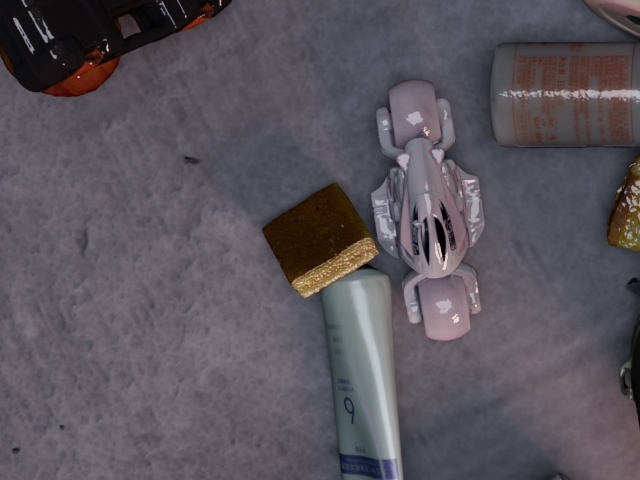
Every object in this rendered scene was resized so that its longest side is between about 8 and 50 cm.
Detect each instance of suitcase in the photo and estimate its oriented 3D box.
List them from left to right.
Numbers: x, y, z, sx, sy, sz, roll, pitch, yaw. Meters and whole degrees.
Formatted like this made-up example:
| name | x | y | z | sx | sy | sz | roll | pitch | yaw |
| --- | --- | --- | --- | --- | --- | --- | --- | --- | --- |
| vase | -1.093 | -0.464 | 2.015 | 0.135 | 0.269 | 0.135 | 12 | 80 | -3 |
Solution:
| name | x | y | z | sx | sy | sz | roll | pitch | yaw |
| --- | --- | --- | --- | --- | --- | --- | --- | --- | --- |
| suitcase | -0.213 | -0.264 | 1.801 | 0.066 | 0.285 | 0.206 | -26 | 94 | 37 |

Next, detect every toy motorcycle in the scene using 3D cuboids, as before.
| name | x | y | z | sx | sy | sz | roll | pitch | yaw |
| --- | --- | --- | --- | --- | --- | --- | --- | --- | --- |
| toy motorcycle | 0.103 | -0.028 | 1.886 | 0.112 | 0.112 | 0.254 | -9 | 93 | 3 |

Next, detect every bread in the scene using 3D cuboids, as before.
| name | x | y | z | sx | sy | sz | roll | pitch | yaw |
| --- | --- | --- | --- | --- | --- | --- | --- | --- | --- |
| bread | 0.000 | 0.000 | 1.901 | 0.090 | 0.094 | 0.035 | -33 | 133 | 3 |

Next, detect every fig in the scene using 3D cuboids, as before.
| name | x | y | z | sx | sy | sz | roll | pitch | yaw |
| --- | --- | --- | --- | --- | --- | --- | --- | --- | --- |
| fig | -0.245 | -0.187 | 1.867 | 0.119 | 0.153 | 0.119 | -1 | 100 | -8 |

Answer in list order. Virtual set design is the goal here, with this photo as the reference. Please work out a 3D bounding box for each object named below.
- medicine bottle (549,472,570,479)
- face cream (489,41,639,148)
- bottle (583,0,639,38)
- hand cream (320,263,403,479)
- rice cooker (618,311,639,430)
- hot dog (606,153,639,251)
| name | x | y | z | sx | sy | sz | roll | pitch | yaw |
| --- | --- | --- | --- | --- | --- | --- | --- | --- | --- |
| medicine bottle | 0.175 | 0.352 | 1.900 | 0.258 | 0.143 | 0.143 | -42 | 92 | 4 |
| face cream | 0.289 | -0.137 | 1.849 | 0.252 | 0.101 | 0.101 | 0 | 95 | 15 |
| bottle | 0.353 | -0.303 | 1.841 | 0.147 | 0.147 | 0.236 | 26 | 87 | 0 |
| hand cream | 0.050 | 0.181 | 1.919 | 0.067 | 0.109 | 0.320 | -8 | 93 | -32 |
| rice cooker | 0.428 | 0.147 | 1.803 | 0.288 | 0.277 | 0.288 | 2 | 114 | 4 |
| hot dog | 0.397 | -0.061 | 1.880 | 0.262 | 0.093 | 0.123 | -14 | 87 | 20 |
